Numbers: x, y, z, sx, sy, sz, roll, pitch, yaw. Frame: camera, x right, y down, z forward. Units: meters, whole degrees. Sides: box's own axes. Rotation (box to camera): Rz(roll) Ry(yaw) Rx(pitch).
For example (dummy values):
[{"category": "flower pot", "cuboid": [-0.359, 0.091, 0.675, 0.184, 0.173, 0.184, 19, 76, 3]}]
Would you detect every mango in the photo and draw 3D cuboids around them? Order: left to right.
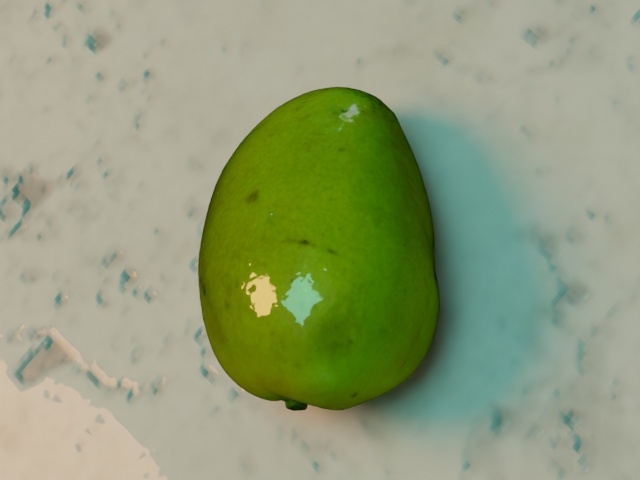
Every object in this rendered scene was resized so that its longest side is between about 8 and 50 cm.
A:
[{"category": "mango", "cuboid": [0.000, 0.000, 0.546, 0.073, 0.056, 0.108, -2, 57, 20]}]
